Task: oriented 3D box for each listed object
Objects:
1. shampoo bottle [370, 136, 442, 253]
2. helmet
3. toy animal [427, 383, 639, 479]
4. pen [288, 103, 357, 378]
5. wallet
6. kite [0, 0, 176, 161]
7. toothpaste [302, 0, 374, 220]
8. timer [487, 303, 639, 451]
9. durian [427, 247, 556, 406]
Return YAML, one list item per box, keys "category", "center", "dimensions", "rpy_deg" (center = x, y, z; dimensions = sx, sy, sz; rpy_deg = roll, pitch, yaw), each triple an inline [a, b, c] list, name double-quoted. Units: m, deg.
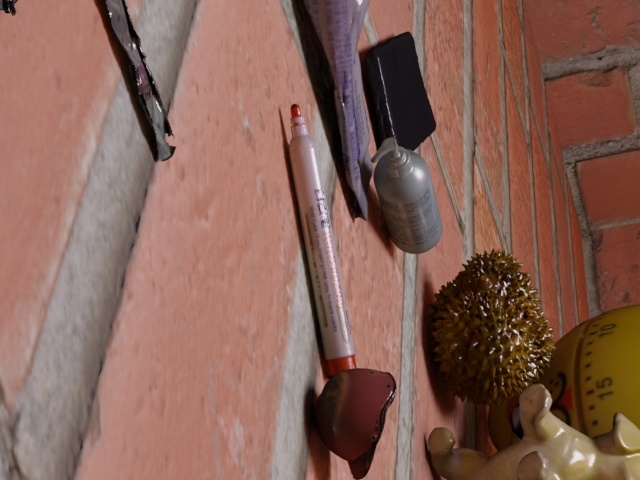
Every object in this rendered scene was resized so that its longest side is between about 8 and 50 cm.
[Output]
- category: "shampoo bottle"
  center: [0.081, -0.049, 1.334]
  dimensions: [0.195, 0.056, 0.056]
  rpy_deg: [69, 16, -64]
- category: "helmet"
  center: [0.019, 0.131, 1.040]
  dimensions: [0.065, 0.049, 0.084]
  rpy_deg: [174, -66, -72]
- category: "toy animal"
  center: [0.218, 0.238, 1.392]
  dimensions: [0.169, 0.233, 0.121]
  rpy_deg: [52, 25, -45]
- category: "pen"
  center: [0.000, 0.000, 1.101]
  dimensions: [0.026, 0.026, 0.218]
  rpy_deg: [-6, 86, -75]
- category: "wallet"
  center: [0.086, -0.160, 1.536]
  dimensions: [0.244, 0.025, 0.124]
  rpy_deg: [-45, 123, -71]
- category: "kite"
  center: [-0.133, -0.184, 0.761]
  dimensions: [0.335, 0.011, 0.314]
  rpy_deg: [-67, 145, -63]
- category: "toothpaste"
  center: [0.023, -0.163, 1.252]
  dimensions: [0.099, 0.068, 0.282]
  rpy_deg: [-39, 129, -42]
- category: "timer"
  center: [0.351, 0.256, 1.626]
  dimensions: [0.376, 0.387, 0.376]
  rpy_deg: [32, 46, -40]
- category: "durian"
  center: [0.184, 0.104, 1.527]
  dimensions: [0.158, 0.137, 0.168]
  rpy_deg: [-41, 128, -38]
